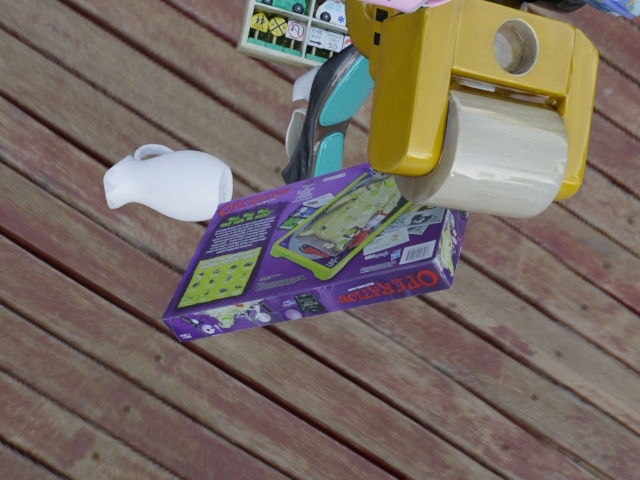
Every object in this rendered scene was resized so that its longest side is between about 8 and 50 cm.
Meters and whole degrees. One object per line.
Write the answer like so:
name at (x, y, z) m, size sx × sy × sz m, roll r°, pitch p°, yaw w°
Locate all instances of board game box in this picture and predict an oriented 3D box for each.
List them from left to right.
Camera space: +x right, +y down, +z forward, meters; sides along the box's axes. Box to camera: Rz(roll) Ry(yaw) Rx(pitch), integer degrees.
board game box at (0.000, 0.000, 1.112) m, size 0.056 × 0.346 × 0.208 m, roll 53°, pitch 38°, yaw -34°

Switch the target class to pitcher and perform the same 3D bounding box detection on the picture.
pitcher at (-0.262, -0.117, 1.801) m, size 0.207 × 0.126 × 0.178 m, roll 6°, pitch 41°, yaw 12°

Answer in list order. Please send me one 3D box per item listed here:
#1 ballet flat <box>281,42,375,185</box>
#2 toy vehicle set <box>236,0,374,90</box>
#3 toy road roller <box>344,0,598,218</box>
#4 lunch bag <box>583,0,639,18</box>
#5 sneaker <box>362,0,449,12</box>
ballet flat at (0.000, -0.173, 1.374) m, size 0.096 × 0.280 × 0.095 m, roll 40°, pitch 39°, yaw 25°
toy vehicle set at (0.024, -0.317, 1.431) m, size 0.266 × 0.035 × 0.166 m, roll 12°, pitch 82°, yaw -17°
toy road roller at (0.133, -0.191, 1.012) m, size 0.202 × 0.240 × 0.330 m, roll 7°, pitch 87°, yaw -27°
lunch bag at (0.066, -0.195, 0.417) m, size 0.090 × 0.176 × 0.219 m, roll -50°, pitch 63°, yaw 20°
sneaker at (0.053, -0.215, 0.691) m, size 0.131 × 0.319 × 0.112 m, roll 44°, pitch 118°, yaw 0°
